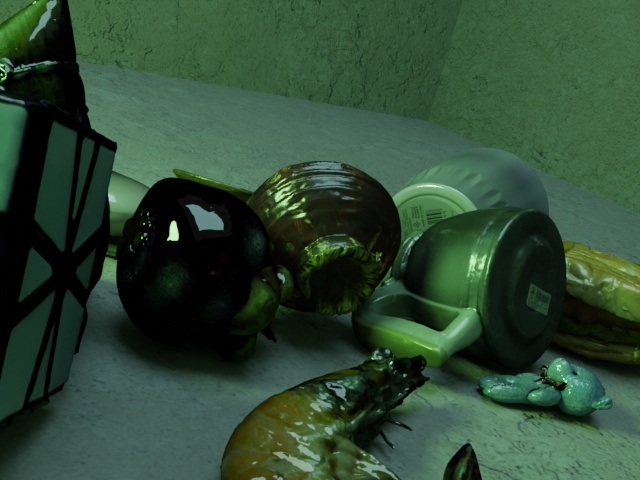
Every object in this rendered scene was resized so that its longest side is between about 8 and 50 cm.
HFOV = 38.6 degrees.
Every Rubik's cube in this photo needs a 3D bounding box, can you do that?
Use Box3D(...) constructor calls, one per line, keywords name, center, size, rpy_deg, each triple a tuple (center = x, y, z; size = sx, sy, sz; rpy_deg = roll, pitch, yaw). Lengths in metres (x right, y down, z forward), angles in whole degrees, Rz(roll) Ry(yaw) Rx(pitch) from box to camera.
Box3D(name="Rubik's cube", center=(-0.365, 0.003, 0.811), size=(0.283, 0.293, 0.288), rpy_deg=(10, 0, -2))

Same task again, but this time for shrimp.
Box3D(name="shrimp", center=(0.072, 0.220, 0.977), size=(0.272, 0.085, 0.445), rpy_deg=(25, 21, 15))

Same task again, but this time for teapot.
Box3D(name="teapot", center=(0.210, 0.096, 1.390), size=(0.239, 0.321, 0.239), rpy_deg=(5, -36, 42))

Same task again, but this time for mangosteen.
Box3D(name="mangosteen", center=(-0.147, 0.041, 1.167), size=(0.243, 0.243, 0.243), rpy_deg=(14, 16, -4))

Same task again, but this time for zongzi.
Box3D(name="zongzi", center=(-0.365, -0.052, 1.130), size=(0.319, 0.383, 0.362), rpy_deg=(-27, 3, -9))

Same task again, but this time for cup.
Box3D(name="cup", center=(0.263, -0.034, 1.702), size=(0.253, 0.253, 0.371), rpy_deg=(21, 19, 22))

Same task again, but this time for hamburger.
Box3D(name="hamburger", center=(0.447, 0.104, 1.560), size=(0.209, 0.162, 0.330), rpy_deg=(-1, 25, -39))

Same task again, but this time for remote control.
Box3D(name="remote control", center=(-0.386, -0.075, 1.486), size=(0.221, 0.103, 0.332), rpy_deg=(9, 9, -38))

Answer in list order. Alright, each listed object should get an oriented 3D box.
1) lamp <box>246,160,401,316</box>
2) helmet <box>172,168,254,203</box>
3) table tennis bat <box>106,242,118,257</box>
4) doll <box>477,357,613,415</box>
Box3D(name="lamp", center=(0.000, 0.000, 1.308), size=(0.247, 0.247, 0.247), rpy_deg=(14, 16, -4))
Box3D(name="helmet", center=(-0.154, -0.026, 1.487), size=(0.205, 0.140, 0.257), rpy_deg=(17, 4, 13))
Box3D(name="table tennis bat", center=(-0.410, -0.001, 1.406), size=(0.246, 0.022, 0.138), rpy_deg=(11, 15, -6))
Box3D(name="doll", center=(0.313, 0.196, 1.275), size=(0.180, 0.075, 0.120), rpy_deg=(12, 13, -11))
